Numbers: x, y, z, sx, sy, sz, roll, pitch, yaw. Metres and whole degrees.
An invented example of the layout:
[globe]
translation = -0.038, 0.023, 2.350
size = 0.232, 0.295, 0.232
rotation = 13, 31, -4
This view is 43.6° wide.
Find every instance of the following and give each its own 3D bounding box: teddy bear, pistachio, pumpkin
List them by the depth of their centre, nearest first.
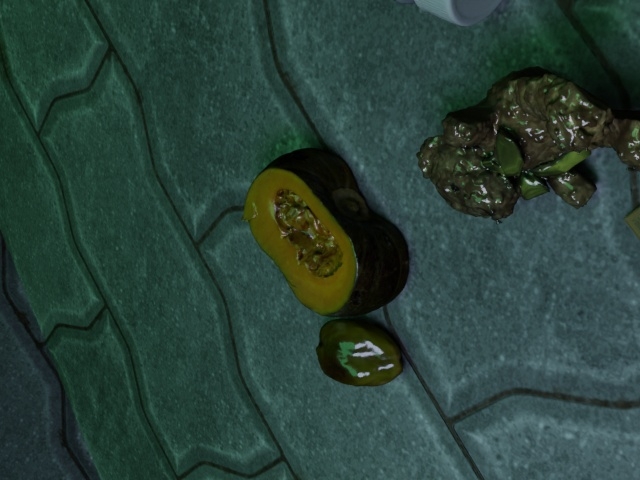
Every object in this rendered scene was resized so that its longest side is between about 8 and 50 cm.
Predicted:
[teddy bear]
translation = 0.260, -0.103, 1.011
size = 0.223, 0.246, 0.296
rotation = -66, 26, 16
[pumpkin]
translation = 0.000, 0.000, 1.389
size = 0.317, 0.139, 0.222
rotation = 50, 131, 17
[pistachio]
translation = 0.059, 0.195, 1.421
size = 0.189, 0.100, 0.110
rotation = 19, 122, 42

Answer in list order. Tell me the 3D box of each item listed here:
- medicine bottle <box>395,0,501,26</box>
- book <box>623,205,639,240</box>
[medicine bottle]
translation = 0.119, -0.410, 1.088
size = 0.273, 0.165, 0.165
rotation = 38, 129, 30
[book]
translation = 0.469, -0.028, 0.975
size = 0.118, 0.012, 0.172
rotation = 57, 137, 14
